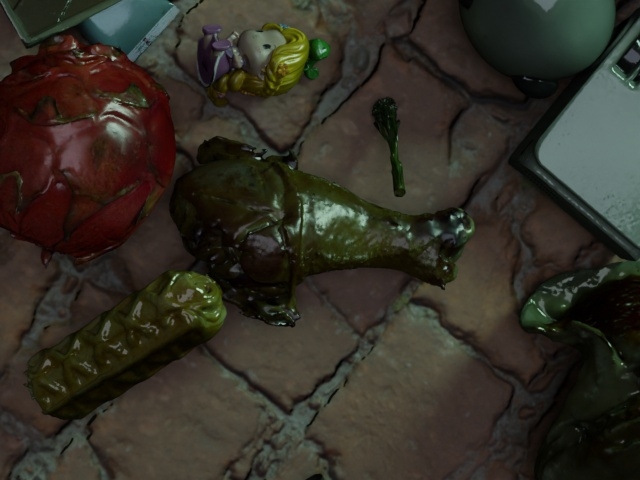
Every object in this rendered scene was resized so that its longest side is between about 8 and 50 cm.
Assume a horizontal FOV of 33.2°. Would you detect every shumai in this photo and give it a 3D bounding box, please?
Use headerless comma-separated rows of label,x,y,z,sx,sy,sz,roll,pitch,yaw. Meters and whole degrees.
shumai,0.406,0.163,1.306,0.330,0.292,0.288,0,54,-13

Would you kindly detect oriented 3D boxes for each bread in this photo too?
bread,-0.225,0.120,1.257,0.269,0.087,0.098,-32,96,19

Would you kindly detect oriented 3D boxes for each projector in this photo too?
projector,0.385,-0.132,1.320,0.198,0.108,0.250,39,91,-5

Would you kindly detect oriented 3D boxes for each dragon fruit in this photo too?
dragon fruit,-0.277,-0.104,1.212,0.241,0.241,0.252,6,62,-4

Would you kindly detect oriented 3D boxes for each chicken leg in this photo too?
chicken leg,-0.010,0.008,1.280,0.361,0.140,0.212,19,82,-1

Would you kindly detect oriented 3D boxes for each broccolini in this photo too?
broccolini,0.083,-0.114,1.307,0.035,0.030,0.140,-6,61,4

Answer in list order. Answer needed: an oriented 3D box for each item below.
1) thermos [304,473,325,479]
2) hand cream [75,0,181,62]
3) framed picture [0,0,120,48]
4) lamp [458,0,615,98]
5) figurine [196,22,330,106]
thermos,0.033,0.383,1.336,0.073,0.083,0.188,-37,96,20
hand cream,-0.318,-0.346,1.294,0.312,0.070,0.111,44,87,-12
framed picture,-0.282,-0.365,1.261,0.260,0.023,0.189,-33,100,-19
lamp,0.277,-0.301,1.277,0.244,0.198,0.198,-43,94,-19
figurine,-0.070,-0.208,1.305,0.156,0.115,0.095,-11,59,-22
